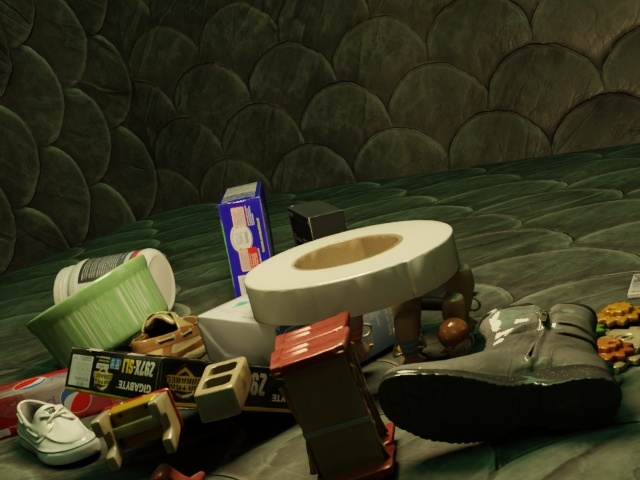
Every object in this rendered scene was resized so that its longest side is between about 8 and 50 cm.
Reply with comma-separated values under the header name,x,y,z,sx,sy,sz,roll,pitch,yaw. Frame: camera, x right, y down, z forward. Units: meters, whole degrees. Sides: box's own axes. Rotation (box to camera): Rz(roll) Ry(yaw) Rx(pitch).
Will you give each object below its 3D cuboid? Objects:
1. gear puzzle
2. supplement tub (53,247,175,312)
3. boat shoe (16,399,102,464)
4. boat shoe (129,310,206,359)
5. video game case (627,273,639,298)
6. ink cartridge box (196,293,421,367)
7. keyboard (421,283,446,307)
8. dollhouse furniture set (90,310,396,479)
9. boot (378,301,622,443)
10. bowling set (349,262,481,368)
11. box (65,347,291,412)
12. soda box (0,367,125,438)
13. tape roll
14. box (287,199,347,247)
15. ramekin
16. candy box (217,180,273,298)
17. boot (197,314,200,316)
name,x,y,z,sx,sy,sz,roll,pitch,yaw
gear puzzle,0.453,0.159,1.522,0.175,0.044,0.339,-4,15,41
supplement tub,-0.538,0.131,2.440,0.272,0.191,0.191,-9,12,17
boat shoe,-0.478,0.334,1.645,0.258,0.084,0.095,-2,16,46
boat shoe,-0.322,0.209,1.988,0.123,0.120,0.324,-11,11,9
video game case,0.638,0.083,1.771,0.087,0.011,0.122,-8,12,26
ink cartridge box,0.003,0.149,1.813,0.395,0.151,0.270,-26,16,-37
keyboard,0.167,0.133,2.030,0.317,0.033,0.201,-4,14,44
dollhouse furniture set,-0.099,0.262,1.306,0.374,0.201,0.152,-18,11,7
boot,0.249,0.180,1.350,0.338,0.118,0.222,1,28,0
bowling set,0.182,0.173,1.613,0.287,0.154,0.200,-17,29,-12
box,-0.209,0.231,1.525,0.257,0.079,0.322,-4,-13,44
soda box,-0.515,0.307,1.826,0.263,0.083,0.092,-14,12,-6
tape roll,0.056,0.052,1.673,0.392,0.072,0.392,-14,10,3
box,0.000,0.000,2.482,0.103,0.184,0.261,-16,12,-11
ramekin,-0.494,0.172,2.106,0.303,0.148,0.303,-32,3,2
candy box,-0.192,-0.004,2.511,0.122,0.268,0.317,-10,10,0
boot,-0.293,0.201,2.192,0.099,0.045,0.121,-11,4,-2
